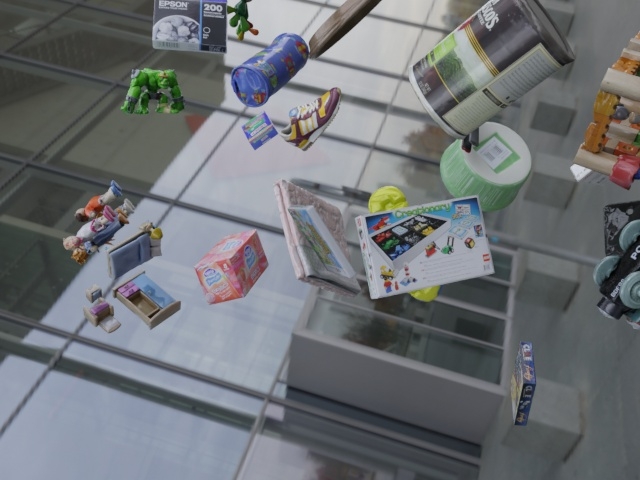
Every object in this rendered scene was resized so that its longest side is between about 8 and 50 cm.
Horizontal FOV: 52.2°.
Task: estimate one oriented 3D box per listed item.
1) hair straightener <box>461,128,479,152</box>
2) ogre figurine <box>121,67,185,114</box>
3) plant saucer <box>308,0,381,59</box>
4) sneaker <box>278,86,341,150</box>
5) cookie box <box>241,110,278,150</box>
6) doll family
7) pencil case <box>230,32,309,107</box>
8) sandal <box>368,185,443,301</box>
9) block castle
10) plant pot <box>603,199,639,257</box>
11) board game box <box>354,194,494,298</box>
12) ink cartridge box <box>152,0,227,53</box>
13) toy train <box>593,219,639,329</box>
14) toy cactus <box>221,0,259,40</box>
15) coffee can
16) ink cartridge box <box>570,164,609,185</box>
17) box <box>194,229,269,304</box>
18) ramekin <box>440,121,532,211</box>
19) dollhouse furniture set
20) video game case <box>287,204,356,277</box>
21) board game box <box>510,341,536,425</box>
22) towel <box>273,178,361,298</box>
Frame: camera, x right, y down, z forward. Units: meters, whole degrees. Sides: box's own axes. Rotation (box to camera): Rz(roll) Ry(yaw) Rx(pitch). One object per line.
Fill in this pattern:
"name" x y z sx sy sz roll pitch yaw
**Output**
"hair straightener" 0.523 -0.398 2.166 0.089 0.047 0.231 -40 24 54
"ogre figurine" -0.451 -0.404 1.768 0.096 0.196 0.118 26 119 54
"plant saucer" 0.071 -0.537 1.553 0.278 0.041 0.278 -40 9 8
"sneaker" -0.025 -0.284 1.489 0.185 0.083 0.070 -50 26 36
"cookie box" -0.187 -0.339 2.005 0.040 0.091 0.107 52 -174 -40
"doll family" -0.539 -0.022 1.598 0.163 0.118 0.263 -37 25 8
"pencil case" -0.141 -0.479 1.818 0.306 0.133 0.120 -57 -39 -49
"sandal" 0.237 0.011 1.697 0.138 0.126 0.318 31 -143 -64
"block castle" 0.852 -0.350 1.695 0.453 0.212 0.303 -42 -31 -41
"plant pot" 0.782 -0.019 1.581 0.166 0.188 0.188 11 -103 -42
"board game box" 0.246 0.013 1.526 0.053 0.305 0.193 158 101 -74
"ink cartridge box" -0.368 -0.634 1.856 0.045 0.206 0.209 116 152 -66
"toy train" 0.699 0.034 1.301 0.334 0.190 0.142 -58 16 10
"toy cactus" -0.232 -0.731 2.011 0.219 0.112 0.181 77 -151 -64
"coffee can" 0.351 -0.370 1.363 0.275 0.201 0.202 -36 14 31
"ink cartridge box" 0.838 -0.222 1.968 0.099 0.135 0.056 -48 50 41
"box" -0.306 0.088 2.298 0.300 0.142 0.154 -57 -49 -67
"ramekin" 0.588 -0.268 2.292 0.148 0.303 0.304 114 177 -61
"dollhouse furniture set" -0.608 0.133 2.141 0.286 0.198 0.304 -37 -28 -40
"video game case" 0.000 0.000 1.716 0.023 0.213 0.193 -36 13 -13
"board game box" 0.671 0.477 2.165 0.165 0.042 0.243 -79 -13 -45
"towel" -0.002 -0.002 1.929 0.331 0.053 0.317 24 -135 -56
